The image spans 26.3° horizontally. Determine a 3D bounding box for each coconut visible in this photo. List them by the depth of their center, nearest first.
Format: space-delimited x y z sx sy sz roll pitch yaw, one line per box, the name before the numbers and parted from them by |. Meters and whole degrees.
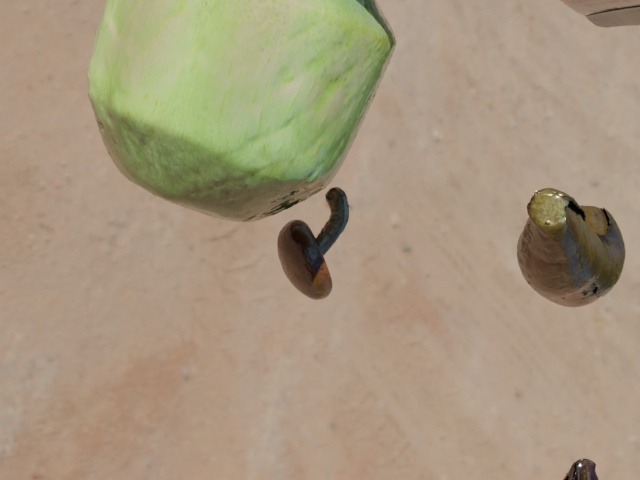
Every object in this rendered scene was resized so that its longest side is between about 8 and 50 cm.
coconut | -0.071 -0.186 1.351 0.328 0.281 0.328 -27 130 -36

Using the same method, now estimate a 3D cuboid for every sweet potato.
sweet potato | 0.229 0.003 1.292 0.286 0.085 0.112 22 72 -64

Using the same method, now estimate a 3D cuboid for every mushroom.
mushroom | -0.011 -0.001 1.540 0.088 0.072 0.129 -107 -149 -85

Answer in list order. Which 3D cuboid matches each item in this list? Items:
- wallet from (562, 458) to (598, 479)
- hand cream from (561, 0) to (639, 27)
wallet | 0.153 0.273 0.990 0.243 0.039 0.133 108 -10 -50
hand cream | 0.173 -0.300 1.160 0.358 0.185 0.118 37 78 -22
